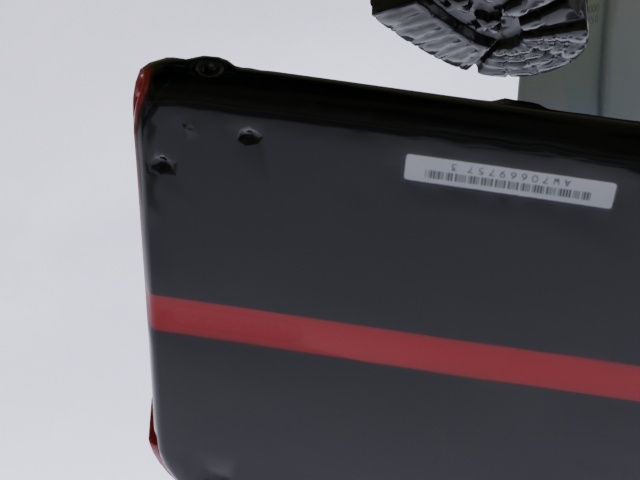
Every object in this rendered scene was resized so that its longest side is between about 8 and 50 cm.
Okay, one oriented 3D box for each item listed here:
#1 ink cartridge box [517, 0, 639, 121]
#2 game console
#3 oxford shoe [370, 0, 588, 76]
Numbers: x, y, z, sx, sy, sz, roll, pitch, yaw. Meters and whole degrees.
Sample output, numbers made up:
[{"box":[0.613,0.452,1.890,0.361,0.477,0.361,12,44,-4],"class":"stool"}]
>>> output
[{"box":[0.292,-0.235,1.205,0.308,0.385,0.091,11,173,-35],"class":"ink cartridge box"},{"box":[0.090,0.053,0.950,0.386,0.342,0.060,8,-136,5],"class":"game console"},{"box":[0.012,-0.148,0.583,0.082,0.227,0.096,-11,-122,38],"class":"oxford shoe"}]
